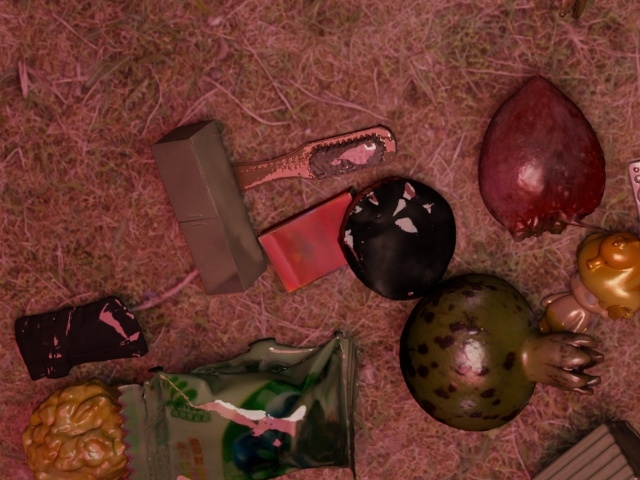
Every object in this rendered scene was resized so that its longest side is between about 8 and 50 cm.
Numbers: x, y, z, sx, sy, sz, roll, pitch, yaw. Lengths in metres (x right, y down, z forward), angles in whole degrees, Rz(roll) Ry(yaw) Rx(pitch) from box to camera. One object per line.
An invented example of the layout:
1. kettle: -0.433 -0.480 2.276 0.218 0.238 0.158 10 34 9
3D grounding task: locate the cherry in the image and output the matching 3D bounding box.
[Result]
1. cherry: 0.329 -0.124 1.685 0.192 0.175 0.250 -6 103 2

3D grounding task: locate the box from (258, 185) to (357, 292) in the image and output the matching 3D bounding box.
1. box: 0.000 0.000 1.844 0.175 0.048 0.112 -25 101 14

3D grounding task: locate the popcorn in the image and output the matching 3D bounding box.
1. popcorn: -0.389 0.335 1.934 0.235 0.217 0.181 -25 68 -10

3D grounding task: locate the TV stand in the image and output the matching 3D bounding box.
1. TV stand: -0.178 -0.049 1.817 0.082 0.088 0.270 -8 111 29

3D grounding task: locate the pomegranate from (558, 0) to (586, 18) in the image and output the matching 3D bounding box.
1. pomegranate: 0.396 -0.423 1.602 0.181 0.181 0.224 34 128 0

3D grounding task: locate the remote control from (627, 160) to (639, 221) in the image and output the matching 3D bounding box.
1. remote control: 0.520 -0.037 1.753 0.049 0.027 0.184 -13 98 16

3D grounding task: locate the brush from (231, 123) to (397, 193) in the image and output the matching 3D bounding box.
1. brush: -0.039 -0.118 1.814 0.327 0.065 0.070 -11 103 15

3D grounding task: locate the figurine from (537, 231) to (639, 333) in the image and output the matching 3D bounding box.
1. figurine: 0.430 0.080 1.757 0.131 0.156 0.246 11 134 -37

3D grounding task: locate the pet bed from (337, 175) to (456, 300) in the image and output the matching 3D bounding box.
1. pet bed: 0.123 -0.005 1.786 0.201 0.053 0.201 -2 99 -16

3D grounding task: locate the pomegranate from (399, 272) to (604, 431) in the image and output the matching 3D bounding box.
1. pomegranate: 0.268 0.193 1.732 0.306 0.242 0.242 31 111 30

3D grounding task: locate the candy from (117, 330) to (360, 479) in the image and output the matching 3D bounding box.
1. candy: -0.130 0.308 1.861 0.397 0.172 0.263 -10 106 -13

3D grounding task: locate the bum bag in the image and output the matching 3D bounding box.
1. bum bag: -0.420 0.168 1.962 0.248 0.060 0.123 -14 101 15

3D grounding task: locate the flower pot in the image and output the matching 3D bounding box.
1. flower pot: 0.464 0.422 1.792 0.209 0.239 0.189 35 110 -32
